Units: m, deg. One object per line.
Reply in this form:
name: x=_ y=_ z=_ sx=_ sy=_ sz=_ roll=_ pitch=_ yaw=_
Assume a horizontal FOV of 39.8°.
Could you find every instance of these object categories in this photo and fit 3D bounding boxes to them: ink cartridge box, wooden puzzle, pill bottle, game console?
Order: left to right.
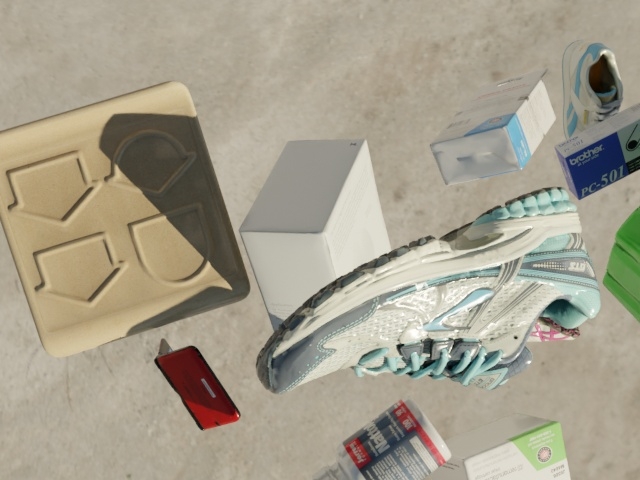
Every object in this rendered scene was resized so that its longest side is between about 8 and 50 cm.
wooden puzzle: x=-0.305 y=-0.031 z=1.334 sx=0.322 sy=0.080 sz=0.348 roll=-17 pitch=99 yaw=-4
game console: x=-0.190 y=0.216 z=1.393 sx=0.124 sy=0.085 sz=0.144 roll=-21 pitch=109 yaw=32
pill bottle: x=0.083 y=0.312 z=1.244 sx=0.180 sy=0.108 sz=0.108 roll=-36 pitch=117 yaw=-3
ink cartridge box: x=0.220 y=-0.142 z=1.088 sx=0.180 sy=0.104 sz=0.060 roll=-47 pitch=118 yaw=-46
ink cartridge box: x=0.299 y=0.439 z=1.406 sx=0.198 sy=0.114 sz=0.273 roll=-14 pitch=93 yaw=-27
ink cartridge box: x=0.499 y=-0.158 z=1.461 sx=0.207 sy=0.046 sz=0.097 roll=-27 pitch=125 yaw=4

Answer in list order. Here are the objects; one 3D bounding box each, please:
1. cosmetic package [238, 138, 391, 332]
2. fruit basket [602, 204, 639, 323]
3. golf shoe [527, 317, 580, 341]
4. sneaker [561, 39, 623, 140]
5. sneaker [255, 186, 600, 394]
cosmetic package: x=0.000 y=0.000 z=1.335 sx=0.138 sy=0.224 sz=0.225 roll=3 pitch=131 yaw=20
fruit basket: x=0.662 y=0.018 z=1.304 sx=0.392 sy=0.392 sz=0.283 roll=-33 pitch=150 yaw=-11
golf shoe: x=0.435 y=0.170 z=1.780 sx=0.186 sy=0.068 sz=0.086 roll=16 pitch=134 yaw=-22
sneaker: x=0.475 y=-0.228 z=1.528 sx=0.087 sy=0.092 sz=0.229 roll=-20 pitch=111 yaw=-8
sneaker: x=0.092 y=0.058 z=0.639 sx=0.283 sy=0.110 sz=0.122 roll=-23 pitch=82 yaw=-20
